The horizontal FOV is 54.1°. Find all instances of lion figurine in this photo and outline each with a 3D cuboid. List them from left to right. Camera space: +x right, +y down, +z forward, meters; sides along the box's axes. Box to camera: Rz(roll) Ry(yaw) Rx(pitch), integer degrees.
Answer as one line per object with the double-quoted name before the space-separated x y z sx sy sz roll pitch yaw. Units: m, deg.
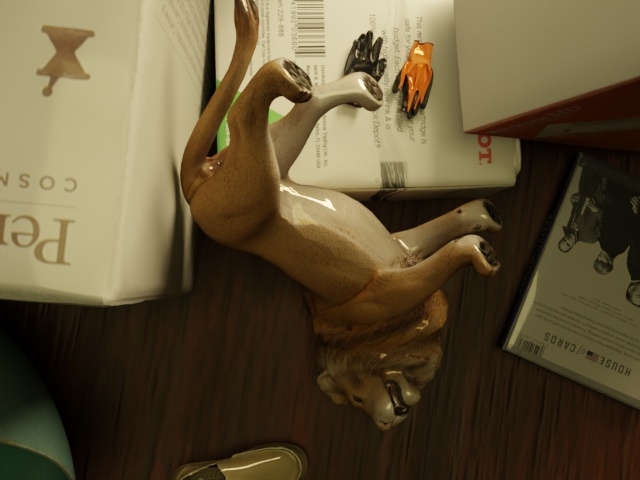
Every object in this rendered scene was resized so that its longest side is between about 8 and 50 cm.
"lion figurine" 0.000 0.000 0.557 0.240 0.142 0.392 -33 113 32

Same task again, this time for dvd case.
"dvd case" 0.323 0.045 0.699 0.179 0.029 0.239 24 85 -2

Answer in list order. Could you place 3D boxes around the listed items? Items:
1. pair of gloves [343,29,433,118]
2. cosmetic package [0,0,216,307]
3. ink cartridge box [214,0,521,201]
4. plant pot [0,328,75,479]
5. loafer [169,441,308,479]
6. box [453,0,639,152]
"pair of gloves" 0.064 -0.154 0.584 0.083 0.010 0.074 11 86 -1
"cosmetic package" -0.272 -0.155 0.530 0.329 0.327 0.394 5 86 -3
"ink cartridge box" 0.041 -0.146 0.649 0.289 0.121 0.211 -1 86 -4
"plant pot" -0.375 0.157 0.551 0.290 0.290 0.195 -19 51 -5
"loafer" -0.085 0.249 0.649 0.148 0.050 0.056 -13 87 -4
"box" 0.319 -0.185 0.557 0.345 0.215 0.168 -1 86 -31
